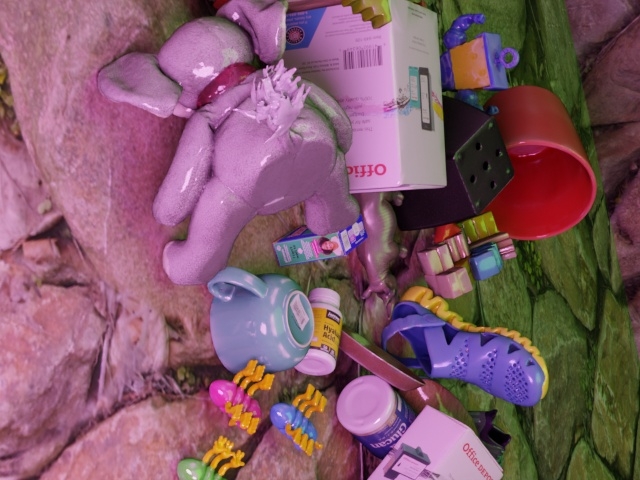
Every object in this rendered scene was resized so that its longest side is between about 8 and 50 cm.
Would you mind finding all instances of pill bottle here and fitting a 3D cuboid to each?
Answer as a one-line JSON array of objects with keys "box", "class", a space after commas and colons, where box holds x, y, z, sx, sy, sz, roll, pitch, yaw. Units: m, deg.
[{"box": [-0.003, 0.129, 1.641, 0.065, 0.065, 0.116, 51, 38, -44], "class": "pill bottle"}, {"box": [0.101, 0.283, 1.759, 0.169, 0.094, 0.094, 49, 40, -46], "class": "pill bottle"}]

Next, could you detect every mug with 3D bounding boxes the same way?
[{"box": [-0.074, 0.104, 1.473, 0.158, 0.097, 0.129, 21, 63, -60], "class": "mug"}]

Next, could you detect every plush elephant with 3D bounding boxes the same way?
[{"box": [-0.110, -0.149, 1.365, 0.255, 0.272, 0.330, 54, -24, 29], "class": "plush elephant"}]

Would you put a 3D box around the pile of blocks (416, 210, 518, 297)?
[{"box": [0.265, 0.001, 2.063, 0.362, 0.149, 0.112, -44, 115, -72], "class": "pile of blocks"}]

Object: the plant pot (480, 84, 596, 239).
[{"box": [0.431, -0.178, 2.409, 0.243, 0.275, 0.275, -86, 152, -46], "class": "plant pot"}]

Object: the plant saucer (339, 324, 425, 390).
[{"box": [0.081, 0.179, 1.725, 0.029, 0.168, 0.168, -57, 146, 0], "class": "plant saucer"}]

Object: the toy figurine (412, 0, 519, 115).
[{"box": [0.265, -0.296, 2.138, 0.191, 0.217, 0.362, -2, 83, -63], "class": "toy figurine"}]

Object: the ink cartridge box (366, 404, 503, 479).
[{"box": [0.155, 0.381, 1.720, 0.219, 0.093, 0.160, -49, 134, -14], "class": "ink cartridge box"}]

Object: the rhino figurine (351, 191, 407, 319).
[{"box": [0.095, 0.009, 1.865, 0.106, 0.073, 0.243, 6, 77, -66], "class": "rhino figurine"}]

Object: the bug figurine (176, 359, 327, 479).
[{"box": [-0.085, 0.282, 1.421, 0.216, 0.072, 0.279, 52, 42, -33], "class": "bug figurine"}]

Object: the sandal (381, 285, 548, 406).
[{"box": [0.221, 0.190, 1.861, 0.138, 0.317, 0.126, -28, 128, -40], "class": "sandal"}]

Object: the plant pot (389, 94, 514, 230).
[{"box": [0.221, -0.134, 1.990, 0.188, 0.167, 0.187, -44, 123, -30], "class": "plant pot"}]

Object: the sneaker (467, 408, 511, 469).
[{"box": [0.318, 0.406, 2.139, 0.223, 0.098, 0.083, 64, 31, -29], "class": "sneaker"}]

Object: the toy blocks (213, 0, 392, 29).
[{"box": [-0.081, -0.442, 1.496, 0.191, 0.261, 0.381, 178, -101, -72], "class": "toy blocks"}]

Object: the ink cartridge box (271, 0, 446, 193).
[{"box": [0.058, -0.204, 1.699, 0.197, 0.198, 0.270, -5, 92, -64], "class": "ink cartridge box"}]

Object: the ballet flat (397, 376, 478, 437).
[{"box": [0.218, 0.376, 1.935, 0.124, 0.116, 0.342, -89, 160, -49], "class": "ballet flat"}]

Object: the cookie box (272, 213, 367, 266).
[{"box": [0.000, 0.000, 1.642, 0.092, 0.107, 0.040, -36, 112, -61], "class": "cookie box"}]
